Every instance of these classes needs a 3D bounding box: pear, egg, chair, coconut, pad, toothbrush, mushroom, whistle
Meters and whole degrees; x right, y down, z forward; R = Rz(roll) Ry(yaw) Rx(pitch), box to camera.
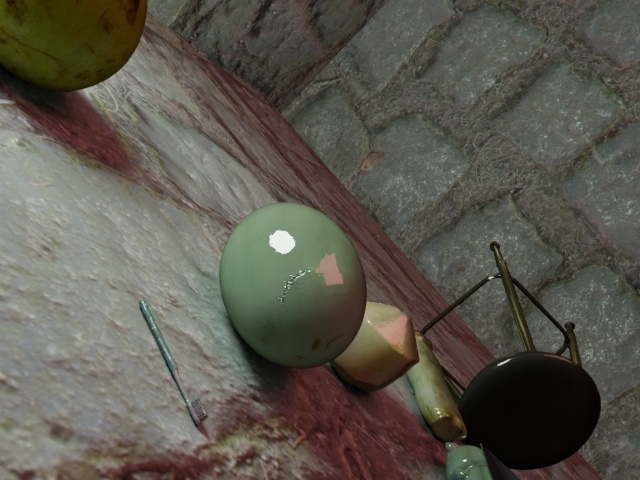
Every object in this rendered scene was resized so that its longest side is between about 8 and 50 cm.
[{"bbox_3d":[-0.399,-0.370,0.863,0.283,0.283,0.283,44,12,-11],"label":"pear"},{"bbox_3d":[-0.040,0.057,0.813,0.203,0.203,0.283,39,14,-32],"label":"egg"},{"bbox_3d":[0.455,0.310,1.409,0.364,0.362,0.410,43,17,-15],"label":"chair"},{"bbox_3d":[0.098,0.182,1.009,0.147,0.152,0.147,46,9,-10],"label":"coconut"},{"bbox_3d":[0.321,0.425,0.867,0.163,0.004,0.243,43,12,-4],"label":"pad"},{"bbox_3d":[-0.162,0.126,0.618,0.167,0.014,0.011,52,-4,31],"label":"toothbrush"},{"bbox_3d":[0.236,0.310,1.260,0.100,0.081,0.312,36,18,-21],"label":"mushroom"},{"bbox_3d":[0.262,0.419,0.933,0.110,0.092,0.244,44,10,-17],"label":"whistle"}]
